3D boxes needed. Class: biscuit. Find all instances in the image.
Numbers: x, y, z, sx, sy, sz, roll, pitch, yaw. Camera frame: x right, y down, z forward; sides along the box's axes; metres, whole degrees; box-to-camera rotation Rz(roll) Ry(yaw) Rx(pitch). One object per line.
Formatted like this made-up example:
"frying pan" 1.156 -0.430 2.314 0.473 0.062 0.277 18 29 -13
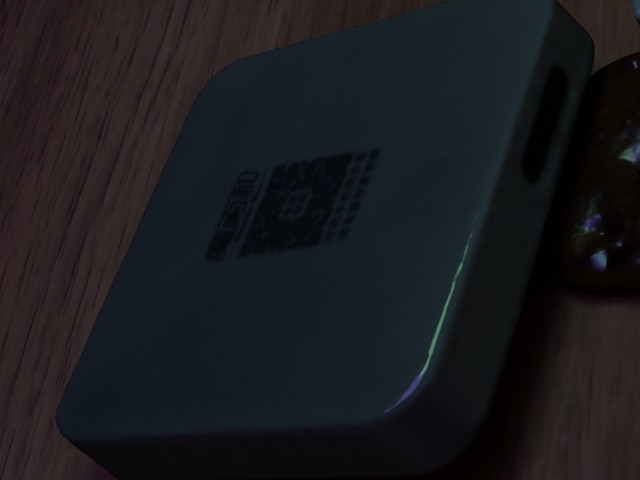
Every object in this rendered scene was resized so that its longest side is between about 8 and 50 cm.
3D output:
"biscuit" 0.222 -0.056 1.055 0.212 0.036 0.212 -23 43 24

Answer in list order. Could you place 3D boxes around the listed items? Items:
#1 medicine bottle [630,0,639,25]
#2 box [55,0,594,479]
"medicine bottle" 0.282 -0.189 1.109 0.118 0.055 0.074 -21 43 25
"box" 0.000 0.000 1.134 0.373 0.090 0.367 -9 49 44
